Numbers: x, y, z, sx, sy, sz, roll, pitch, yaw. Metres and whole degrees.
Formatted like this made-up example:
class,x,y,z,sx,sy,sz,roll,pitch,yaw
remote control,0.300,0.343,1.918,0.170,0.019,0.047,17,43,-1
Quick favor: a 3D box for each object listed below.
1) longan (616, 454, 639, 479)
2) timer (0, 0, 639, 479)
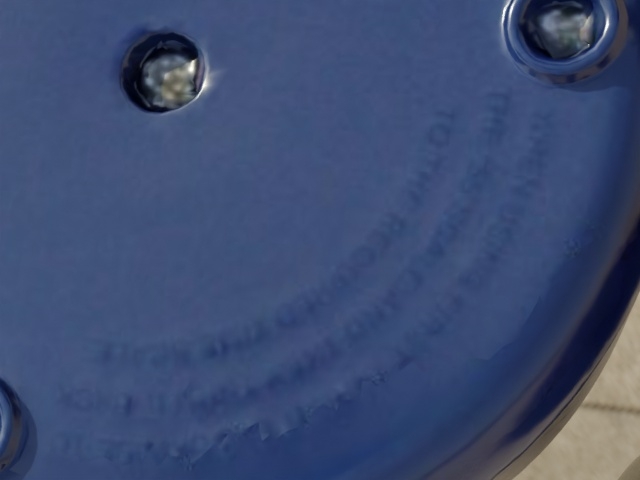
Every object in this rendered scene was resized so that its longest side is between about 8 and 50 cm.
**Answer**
class,x,y,z,sx,sy,sz,roll,pitch,yaw
longan,0.193,0.165,0.845,0.185,0.204,0.159,-41,49,-23
timer,0.000,0.000,0.685,0.270,0.383,0.270,-3,76,13
